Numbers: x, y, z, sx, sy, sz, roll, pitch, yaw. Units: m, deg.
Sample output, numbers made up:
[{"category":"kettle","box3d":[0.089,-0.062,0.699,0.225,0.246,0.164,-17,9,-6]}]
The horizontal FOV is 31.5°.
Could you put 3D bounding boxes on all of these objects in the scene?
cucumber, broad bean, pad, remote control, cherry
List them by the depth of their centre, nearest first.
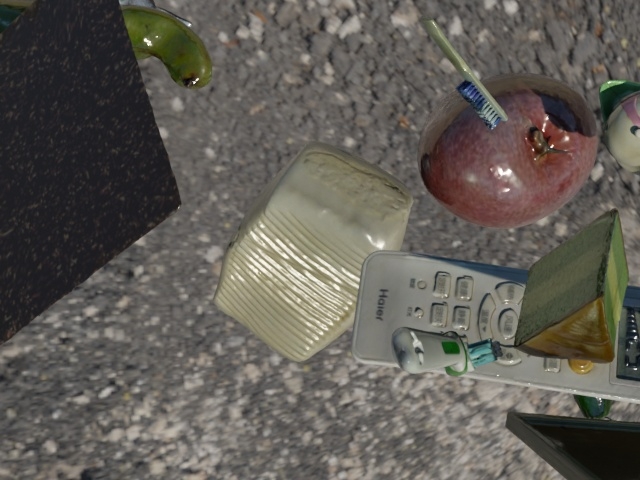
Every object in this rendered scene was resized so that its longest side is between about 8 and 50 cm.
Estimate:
[{"category":"pad","box3d":[-0.234,-0.028,0.782,0.330,0.004,0.220,-34,61,26]},{"category":"broad bean","box3d":[-0.186,-0.156,0.871,0.213,0.048,0.070,11,49,-1]},{"category":"remote control","box3d":[0.187,0.085,1.058,0.312,0.055,0.109,8,71,2]},{"category":"cherry","box3d":[0.263,-0.136,1.677,0.261,0.307,0.221,-24,114,-20]},{"category":"cucumber","box3d":[0.400,0.160,1.726,0.069,0.069,0.228,-11,88,18]}]

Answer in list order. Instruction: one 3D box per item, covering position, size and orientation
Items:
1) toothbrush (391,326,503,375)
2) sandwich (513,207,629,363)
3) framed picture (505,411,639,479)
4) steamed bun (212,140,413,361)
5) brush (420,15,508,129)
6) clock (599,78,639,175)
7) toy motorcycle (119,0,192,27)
[{"category":"toothbrush","box3d":[0.080,0.071,0.711,0.030,0.304,0.030,-2,84,17]},{"category":"sandwich","box3d":[0.166,0.029,0.779,0.074,0.116,0.074,7,66,22]},{"category":"framed picture","box3d":[0.274,0.160,0.778,0.249,0.184,0.016,7,99,-16]},{"category":"steamed bun","box3d":[0.000,0.000,1.812,0.247,0.236,0.383,32,137,2]},{"category":"brush","box3d":[0.175,-0.210,1.433,0.030,0.033,0.178,-42,117,2]},{"category":"clock","box3d":[0.415,-0.102,1.363,0.103,0.144,0.231,-41,92,20]},{"category":"toy motorcycle","box3d":[-0.291,-0.294,1.190,0.213,0.358,0.125,-120,38,-54]}]
